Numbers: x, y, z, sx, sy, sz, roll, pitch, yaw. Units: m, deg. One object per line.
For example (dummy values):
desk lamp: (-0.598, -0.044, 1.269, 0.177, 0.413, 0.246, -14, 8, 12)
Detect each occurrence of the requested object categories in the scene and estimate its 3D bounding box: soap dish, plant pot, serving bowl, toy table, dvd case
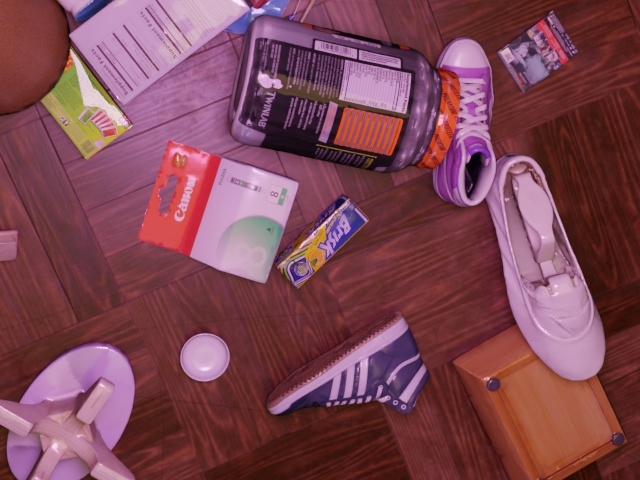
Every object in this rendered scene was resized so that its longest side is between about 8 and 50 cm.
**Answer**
soap dish: (0.397, 0.286, 1.847, 0.229, 0.118, 0.291, -28, 103, -4)
plant pot: (-0.508, -0.316, 1.498, 0.237, 0.254, 0.237, 0, 87, 1)
serving bowl: (-0.197, 0.196, 1.777, 0.083, 0.027, 0.083, -2, 100, -9)
toy table: (-0.411, 0.307, 1.693, 0.252, 0.161, 0.274, 22, 96, -12)
dvd case: (0.374, -0.324, 1.795, 0.119, 0.013, 0.087, -38, 103, -3)

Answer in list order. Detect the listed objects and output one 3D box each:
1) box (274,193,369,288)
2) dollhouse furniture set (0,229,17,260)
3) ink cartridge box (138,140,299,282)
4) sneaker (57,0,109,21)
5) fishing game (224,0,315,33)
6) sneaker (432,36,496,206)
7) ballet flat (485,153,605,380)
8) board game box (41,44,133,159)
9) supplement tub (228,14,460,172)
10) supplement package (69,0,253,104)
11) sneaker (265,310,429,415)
box: (0.000, 0.000, 1.761, 0.169, 0.059, 0.054, -44, 106, 0)
dollhouse furniture set: (-0.648, -0.128, 1.598, 0.355, 0.174, 0.303, -2, 123, -27)
ink cartridge box: (-0.169, -0.048, 1.730, 0.224, 0.056, 0.181, 17, 96, -14)
sneaker: (-0.318, -0.442, 1.601, 0.228, 0.087, 0.092, -44, 92, -14)
fishing game: (-0.131, -0.427, 1.679, 0.264, 0.041, 0.189, 33, 93, -11)
sneaker: (0.253, -0.194, 1.722, 0.102, 0.161, 0.282, -2, 98, -8)
ballet flat: (0.370, 0.039, 1.728, 0.139, 0.139, 0.400, -16, 79, -7)
board game box: (-0.392, -0.229, 1.665, 0.092, 0.043, 0.181, -37, 103, -2)
supplement tub: (0.036, -0.224, 1.655, 0.338, 0.207, 0.207, 11, 97, -12)
supplement package: (-0.240, -0.340, 1.608, 0.244, 0.139, 0.134, -35, 103, 9)
sneaker: (0.056, 0.258, 1.794, 0.282, 0.099, 0.153, -32, 101, -6)
